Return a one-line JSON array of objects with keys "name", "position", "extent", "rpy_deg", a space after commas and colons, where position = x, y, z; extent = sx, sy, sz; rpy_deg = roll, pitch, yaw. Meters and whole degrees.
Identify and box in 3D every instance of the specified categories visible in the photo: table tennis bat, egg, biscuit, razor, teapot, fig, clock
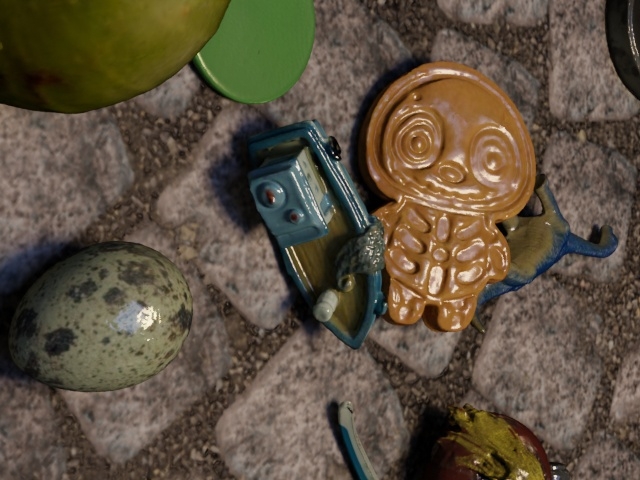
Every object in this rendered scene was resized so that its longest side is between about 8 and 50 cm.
[{"name": "table tennis bat", "position": [-0.096, -0.243, 1.677], "extent": [0.257, 0.039, 0.160], "rpy_deg": [45, 65, -36]}, {"name": "egg", "position": [-0.197, 0.071, 1.537], "extent": [0.172, 0.132, 0.132], "rpy_deg": [-22, 105, -24]}, {"name": "biscuit", "position": [0.127, -0.047, 1.817], "extent": [0.202, 0.044, 0.288], "rpy_deg": [17, 77, -18]}, {"name": "razor", "position": [0.060, 0.251, 1.810], "extent": [0.191, 0.037, 0.068], "rpy_deg": [59, 15, -19]}, {"name": "teapot", "position": [0.257, 0.295, 1.971], "extent": [0.049, 0.063, 0.083], "rpy_deg": [5, 90, -8]}, {"name": "fig", "position": [-0.203, -0.246, 1.447], "extent": [0.316, 0.316, 0.316], "rpy_deg": [-1, 91, -39]}, {"name": "clock", "position": [0.432, -0.264, 2.099], "extent": [0.215, 0.042, 0.214], "rpy_deg": [-1, 91, -39]}]

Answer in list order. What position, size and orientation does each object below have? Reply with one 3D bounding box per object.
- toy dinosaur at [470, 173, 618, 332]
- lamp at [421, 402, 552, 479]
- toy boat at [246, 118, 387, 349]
[{"name": "toy dinosaur", "position": [0.248, 0.038, 1.940], "extent": [0.188, 0.075, 0.247], "rpy_deg": [47, 57, -33]}, {"name": "lamp", "position": [0.187, 0.264, 1.850], "extent": [0.157, 0.135, 0.156], "rpy_deg": [21, 78, -39]}, {"name": "toy boat", "position": [0.000, 0.000, 1.704], "extent": [0.237, 0.109, 0.098], "rpy_deg": [66, 26, -20]}]
